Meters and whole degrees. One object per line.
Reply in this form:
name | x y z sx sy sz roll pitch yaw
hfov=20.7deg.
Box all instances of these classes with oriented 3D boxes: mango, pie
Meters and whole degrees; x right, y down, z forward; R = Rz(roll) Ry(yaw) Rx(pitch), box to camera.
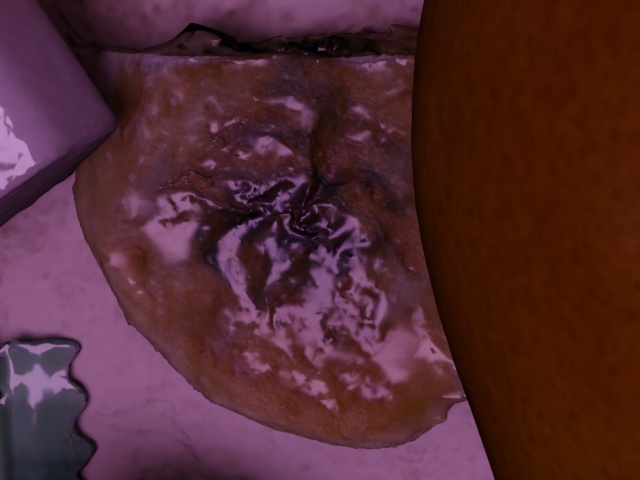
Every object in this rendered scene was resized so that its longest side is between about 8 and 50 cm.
mango | 0.152 0.008 0.554 0.264 0.221 0.378 24 124 40
pie | 0.001 -0.001 0.716 0.218 0.052 0.185 -2 113 20

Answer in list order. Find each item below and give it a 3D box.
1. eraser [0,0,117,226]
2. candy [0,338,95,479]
eraser | -0.216 -0.111 0.704 0.174 0.095 0.270 -32 91 36
candy | -0.299 0.156 0.827 0.398 0.172 0.263 0 121 -4
